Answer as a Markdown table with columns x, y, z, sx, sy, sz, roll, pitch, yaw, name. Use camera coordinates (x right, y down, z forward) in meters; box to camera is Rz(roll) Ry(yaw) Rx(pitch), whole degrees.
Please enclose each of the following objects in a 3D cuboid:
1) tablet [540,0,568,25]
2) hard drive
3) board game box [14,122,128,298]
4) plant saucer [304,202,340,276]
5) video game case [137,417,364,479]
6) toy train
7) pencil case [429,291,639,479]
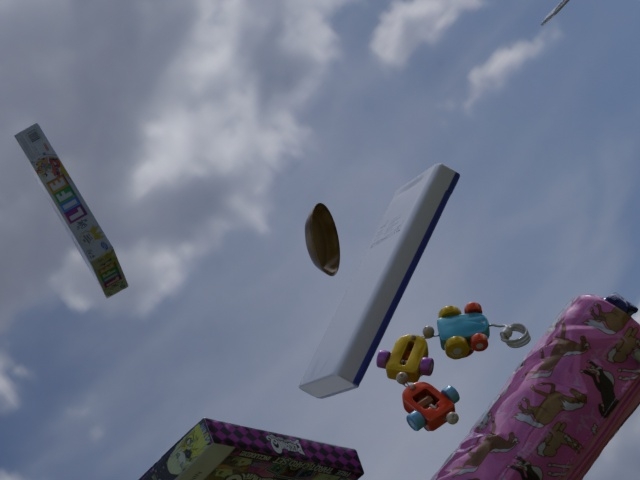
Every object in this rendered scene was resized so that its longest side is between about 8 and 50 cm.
| x | y | z | sx | sy | sz | roll | pitch | yaw | name |
| --- | --- | --- | --- | --- | --- | --- | --- | --- | --- |
| 0.262 | -0.257 | 1.760 | 0.083 | 0.006 | 0.054 | -46 | 1 | -11 | tablet |
| 0.078 | 0.059 | 2.309 | 0.319 | 0.040 | 0.210 | -63 | 8 | -15 | hard drive |
| -0.239 | -0.028 | 1.643 | 0.026 | 0.154 | 0.103 | -30 | -20 | -9 | board game box |
| 0.000 | 0.000 | 1.894 | 0.015 | 0.083 | 0.083 | -10 | -19 | 20 | plant saucer |
| -0.100 | 0.290 | 1.919 | 0.232 | 0.042 | 0.210 | 18 | -52 | -41 | video game case |
| 0.130 | 0.133 | 1.719 | 0.166 | 0.125 | 0.046 | -36 | -42 | -27 | toy train |
| 0.273 | 0.242 | 2.077 | 0.386 | 0.160 | 0.167 | -48 | -5 | -24 | pencil case |
